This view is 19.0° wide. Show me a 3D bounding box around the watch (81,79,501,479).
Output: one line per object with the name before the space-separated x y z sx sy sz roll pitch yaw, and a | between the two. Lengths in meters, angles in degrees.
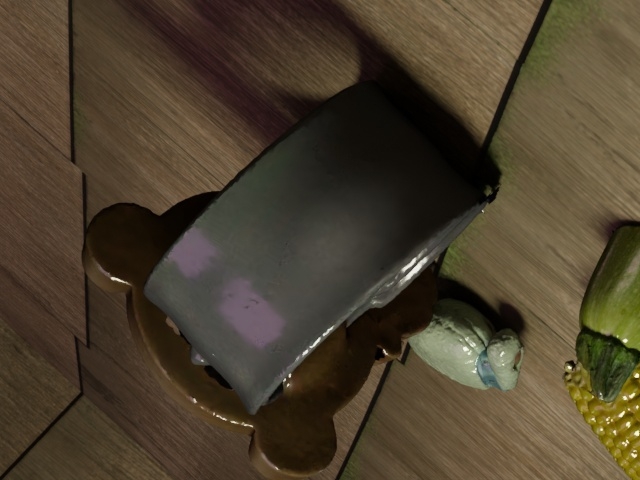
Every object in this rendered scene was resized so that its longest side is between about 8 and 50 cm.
watch | 0.000 0.000 1.721 0.314 0.335 0.327 49 141 5

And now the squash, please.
squash | 0.242 0.068 1.557 0.105 0.132 0.105 36 158 17

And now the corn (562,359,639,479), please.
corn | 0.352 0.205 1.624 0.344 0.131 0.131 44 160 10

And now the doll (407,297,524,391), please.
doll | 0.138 0.104 1.919 0.103 0.071 0.214 54 162 -22
